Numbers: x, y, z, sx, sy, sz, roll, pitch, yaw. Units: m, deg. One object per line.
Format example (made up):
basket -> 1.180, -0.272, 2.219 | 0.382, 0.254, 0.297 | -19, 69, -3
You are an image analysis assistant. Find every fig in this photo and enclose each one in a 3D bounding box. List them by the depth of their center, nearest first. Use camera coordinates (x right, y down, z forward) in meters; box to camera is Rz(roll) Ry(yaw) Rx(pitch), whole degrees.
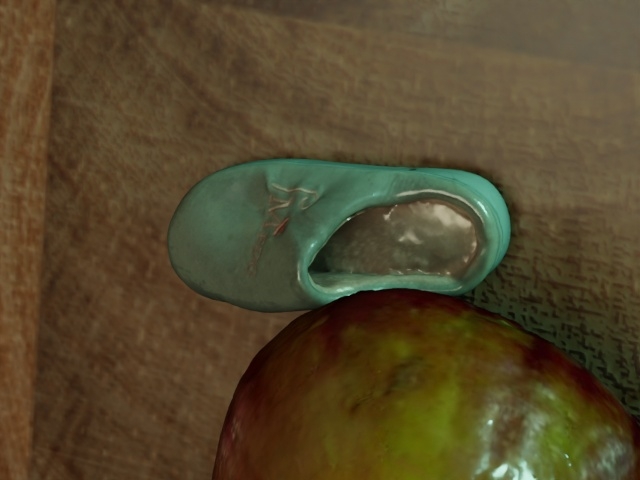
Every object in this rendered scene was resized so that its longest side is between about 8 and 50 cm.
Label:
fig -> 0.056, 0.132, 0.817 | 0.224, 0.263, 0.224 | 2, 80, -13

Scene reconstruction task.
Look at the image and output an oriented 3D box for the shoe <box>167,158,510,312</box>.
shoe -> 0.000, 0.000, 0.887 | 0.195, 0.078, 0.079 | -1, 103, 18
